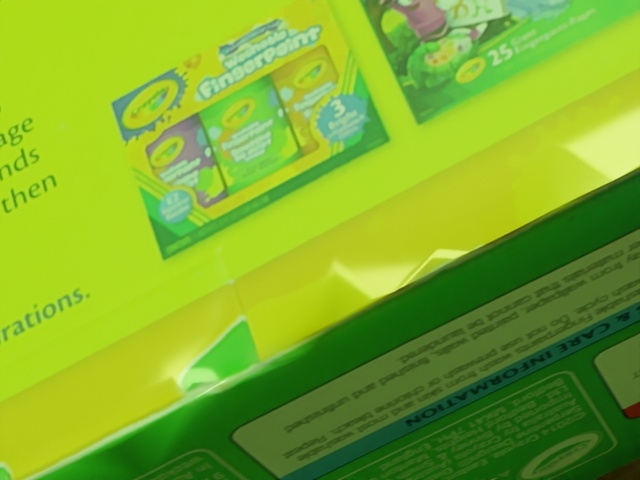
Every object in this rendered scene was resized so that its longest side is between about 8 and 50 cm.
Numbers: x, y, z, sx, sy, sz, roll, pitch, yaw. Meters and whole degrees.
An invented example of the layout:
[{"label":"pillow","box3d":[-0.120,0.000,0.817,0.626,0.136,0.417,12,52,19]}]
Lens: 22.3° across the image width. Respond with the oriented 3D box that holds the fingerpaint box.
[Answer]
[{"label":"fingerpaint box","box3d":[-0.079,-0.056,0.552,0.445,0.163,0.371,-28,56,8]}]
